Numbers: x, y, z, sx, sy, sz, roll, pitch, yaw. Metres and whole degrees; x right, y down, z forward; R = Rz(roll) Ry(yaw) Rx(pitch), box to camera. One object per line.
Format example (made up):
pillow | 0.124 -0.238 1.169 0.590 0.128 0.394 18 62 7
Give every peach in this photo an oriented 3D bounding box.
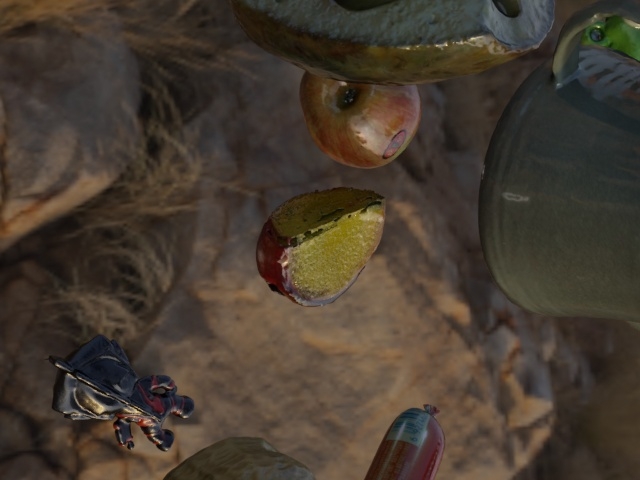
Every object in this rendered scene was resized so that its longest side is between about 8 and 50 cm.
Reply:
peach | -0.005 -0.003 1.509 0.172 0.092 0.127 -47 130 -15

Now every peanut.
peanut | -0.111 0.344 1.680 0.196 0.233 0.110 -25 108 -27

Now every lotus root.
lotus root | 0.060 -0.212 1.235 0.210 0.314 0.142 32 62 -59

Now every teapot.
teapot | 0.190 -0.025 0.684 0.162 0.149 0.239 -38 125 -25

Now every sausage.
sausage | 0.076 0.278 1.339 0.264 0.083 0.083 -60 136 -37

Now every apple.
apple | 0.045 -0.161 1.490 0.131 0.146 0.146 8 77 -68

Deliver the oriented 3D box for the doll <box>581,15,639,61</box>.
doll | 0.275 -0.167 0.901 0.050 0.190 0.115 152 -80 -83

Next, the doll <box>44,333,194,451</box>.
doll | -0.301 0.224 1.840 0.248 0.088 0.127 31 59 -37
